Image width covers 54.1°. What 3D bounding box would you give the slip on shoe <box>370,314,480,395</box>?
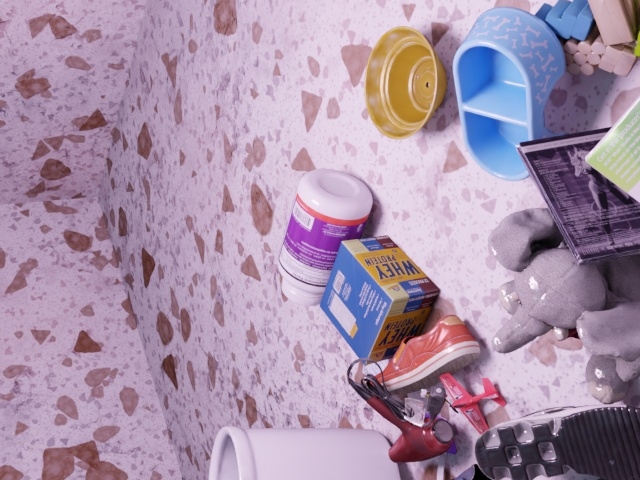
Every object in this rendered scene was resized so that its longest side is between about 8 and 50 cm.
[{"bbox_3d":[0.205,0.259,1.341,0.331,0.122,0.101,-46,50,44],"label":"slip on shoe"}]

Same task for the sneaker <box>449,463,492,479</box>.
[{"bbox_3d":[0.279,0.521,1.274,0.349,0.131,0.148,-5,80,45],"label":"sneaker"}]

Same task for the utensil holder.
[{"bbox_3d":[-0.044,0.606,1.477,0.327,0.385,0.328,-173,90,-69],"label":"utensil holder"}]

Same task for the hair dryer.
[{"bbox_3d":[0.175,0.371,1.325,0.223,0.080,0.294,17,129,33],"label":"hair dryer"}]

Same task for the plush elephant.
[{"bbox_3d":[0.365,0.088,0.930,0.272,0.255,0.330,56,139,33],"label":"plush elephant"}]

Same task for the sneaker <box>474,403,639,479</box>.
[{"bbox_3d":[0.428,0.315,1.017,0.330,0.146,0.123,-13,86,35],"label":"sneaker"}]

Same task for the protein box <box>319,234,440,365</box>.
[{"bbox_3d":[0.125,0.131,1.406,0.201,0.135,0.200,50,135,39],"label":"protein box"}]

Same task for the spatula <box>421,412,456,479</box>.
[{"bbox_3d":[0.267,0.520,1.375,0.084,0.030,0.297,2,99,53],"label":"spatula"}]

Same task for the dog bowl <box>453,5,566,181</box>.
[{"bbox_3d":[0.296,-0.217,1.000,0.165,0.074,0.297,28,152,39],"label":"dog bowl"}]

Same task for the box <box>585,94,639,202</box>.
[{"bbox_3d":[0.522,-0.088,0.743,0.322,0.058,0.232,43,134,14],"label":"box"}]

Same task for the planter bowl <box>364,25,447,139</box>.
[{"bbox_3d":[0.188,-0.313,1.257,0.217,0.090,0.217,16,110,54],"label":"planter bowl"}]

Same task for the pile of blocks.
[{"bbox_3d":[0.411,-0.316,0.889,0.362,0.113,0.149,12,146,50],"label":"pile of blocks"}]

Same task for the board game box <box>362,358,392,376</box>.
[{"bbox_3d":[0.140,0.301,1.527,0.090,0.020,0.090,29,121,51],"label":"board game box"}]

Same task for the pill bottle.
[{"bbox_3d":[0.000,0.000,1.526,0.181,0.181,0.323,50,136,38],"label":"pill bottle"}]

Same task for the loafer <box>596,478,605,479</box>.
[{"bbox_3d":[0.469,0.416,1.021,0.062,0.061,0.170,61,141,30],"label":"loafer"}]

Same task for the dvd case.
[{"bbox_3d":[0.398,-0.071,0.892,0.018,0.164,0.221,86,172,-54],"label":"dvd case"}]

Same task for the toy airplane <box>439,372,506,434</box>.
[{"bbox_3d":[0.308,0.317,1.257,0.151,0.028,0.151,27,133,32],"label":"toy airplane"}]
